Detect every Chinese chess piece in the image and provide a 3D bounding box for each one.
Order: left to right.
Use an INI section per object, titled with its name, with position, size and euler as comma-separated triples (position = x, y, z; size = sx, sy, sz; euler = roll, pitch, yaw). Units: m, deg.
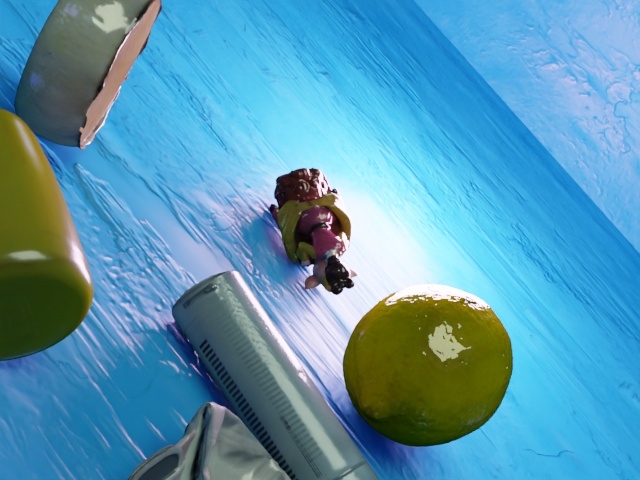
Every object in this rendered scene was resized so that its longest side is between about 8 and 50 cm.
[Chinese chess piece]
position = -0.312, -0.250, 1.358
size = 0.104, 0.257, 0.257
euler = 27, 33, -8

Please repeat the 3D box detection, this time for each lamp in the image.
[lamp]
position = 0.000, 0.000, 1.583
size = 0.118, 0.118, 0.253
euler = 12, 43, -43

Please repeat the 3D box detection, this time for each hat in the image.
[hat]
position = -0.117, 0.315, 1.100
size = 0.226, 0.164, 0.219
euler = -39, 83, -20

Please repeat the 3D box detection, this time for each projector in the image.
[projector]
position = -0.059, 0.199, 1.275
size = 0.108, 0.108, 0.337
euler = -11, 61, -55

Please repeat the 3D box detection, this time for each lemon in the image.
[lemon]
position = 0.156, 0.177, 1.443
size = 0.236, 0.236, 0.263
euler = 49, 14, 6

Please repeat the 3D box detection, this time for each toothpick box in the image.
[toothpick box]
position = -0.363, -0.020, 1.108
size = 0.175, 0.175, 0.271
euler = 13, 40, -42
